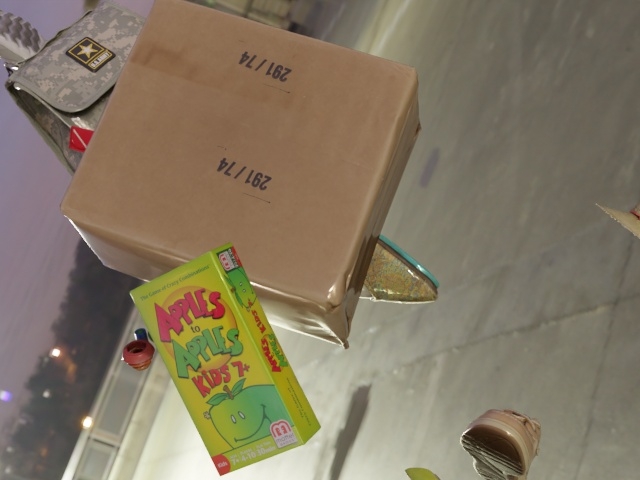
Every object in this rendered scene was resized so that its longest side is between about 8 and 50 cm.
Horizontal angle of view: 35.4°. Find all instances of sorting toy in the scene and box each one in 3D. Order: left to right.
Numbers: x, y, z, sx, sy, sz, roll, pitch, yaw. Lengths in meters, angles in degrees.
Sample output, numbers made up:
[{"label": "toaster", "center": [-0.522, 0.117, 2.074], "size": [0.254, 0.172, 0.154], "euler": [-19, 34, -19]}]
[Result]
[{"label": "sorting toy", "center": [-0.251, 0.159, 1.494], "size": [0.102, 0.061, 0.042], "euler": [-32, -52, -32]}]

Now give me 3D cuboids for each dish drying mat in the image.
[{"label": "dish drying mat", "center": [-0.287, -0.125, 1.306], "size": [0.008, 0.083, 0.032], "euler": [-16, 69, 49]}]

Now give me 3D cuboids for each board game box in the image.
[{"label": "board game box", "center": [-0.083, 0.104, 0.875], "size": [0.092, 0.181, 0.043], "euler": [-26, 1, 25]}]

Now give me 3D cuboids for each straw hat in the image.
[{"label": "straw hat", "center": [0.374, -0.021, 1.099], "size": [0.061, 0.144, 0.144], "euler": [-52, 13, 11]}]

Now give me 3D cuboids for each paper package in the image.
[{"label": "paper package", "center": [-0.076, -0.081, 1.138], "size": [0.168, 0.325, 0.309], "euler": [77, -148, -68]}]

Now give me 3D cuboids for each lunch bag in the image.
[{"label": "lunch bag", "center": [-0.336, -0.226, 1.631], "size": [0.235, 0.287, 0.169], "euler": [-49, 18, -29]}]

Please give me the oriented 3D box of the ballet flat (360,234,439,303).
[{"label": "ballet flat", "center": [0.000, 0.000, 1.307], "size": [0.123, 0.348, 0.123], "euler": [-35, -30, -25]}]

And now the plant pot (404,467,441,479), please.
[{"label": "plant pot", "center": [0.187, 0.546, 1.744], "size": [0.207, 0.227, 0.228], "euler": [-42, 33, -1]}]

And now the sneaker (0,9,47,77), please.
[{"label": "sneaker", "center": [-0.532, -0.312, 1.813], "size": [0.115, 0.281, 0.105], "euler": [-47, 24, 25]}]

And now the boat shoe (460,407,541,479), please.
[{"label": "boat shoe", "center": [0.322, 0.344, 1.747], "size": [0.110, 0.121, 0.341], "euler": [-58, -20, -17]}]
